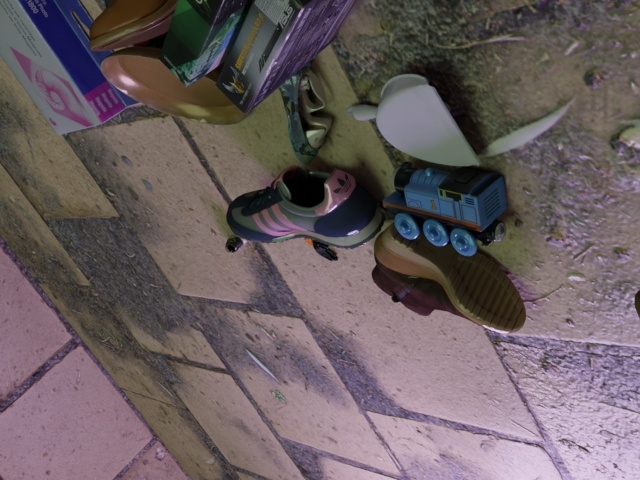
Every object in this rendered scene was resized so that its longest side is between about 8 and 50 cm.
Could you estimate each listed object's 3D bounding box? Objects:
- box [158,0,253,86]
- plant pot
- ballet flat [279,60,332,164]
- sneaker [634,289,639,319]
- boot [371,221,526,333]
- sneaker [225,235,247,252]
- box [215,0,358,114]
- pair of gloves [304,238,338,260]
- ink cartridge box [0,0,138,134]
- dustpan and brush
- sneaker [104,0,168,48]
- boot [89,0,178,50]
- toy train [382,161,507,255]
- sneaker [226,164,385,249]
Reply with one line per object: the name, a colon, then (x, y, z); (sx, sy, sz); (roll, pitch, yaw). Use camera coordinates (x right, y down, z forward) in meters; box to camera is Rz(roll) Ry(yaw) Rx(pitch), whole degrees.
box: (-0.047, -0.319, 0.920); (0.058, 0.232, 0.322); (45, 151, 1)
plant pot: (-0.226, -0.246, 1.350); (0.236, 0.032, 0.236); (14, 167, 3)
ballet flat: (-0.018, -0.183, 1.232); (0.070, 0.070, 0.188); (23, 147, 35)
sneaker: (0.462, 0.119, 1.004); (0.192, 0.064, 0.086); (49, 143, -7)
boot: (0.186, 0.075, 1.301); (0.248, 0.090, 0.207); (37, 162, 13)
sneaker: (-0.176, 0.009, 1.698); (0.031, 0.035, 0.083); (48, 151, -3)
box: (-0.018, -0.268, 0.999); (0.056, 0.183, 0.231); (44, 151, 0)
pair of gloves: (0.000, 0.000, 1.488); (0.074, 0.010, 0.083); (30, 148, 25)
ink cartridge box: (-0.519, -0.364, 1.637); (0.330, 0.071, 0.324); (0, 127, 54)
dustpan and brush: (0.103, -0.160, 1.121); (0.211, 0.060, 0.147); (1, 142, 43)
sneaker: (-0.252, -0.378, 1.243); (0.135, 0.098, 0.276); (44, 152, -2)
boot: (-0.221, -0.387, 1.073); (0.283, 0.109, 0.220); (-29, 96, 24)
toy train: (0.166, -0.050, 1.151); (0.184, 0.080, 0.105); (18, 132, 43)
sneaker: (-0.049, -0.069, 1.358); (0.319, 0.112, 0.131); (2, 139, 41)
